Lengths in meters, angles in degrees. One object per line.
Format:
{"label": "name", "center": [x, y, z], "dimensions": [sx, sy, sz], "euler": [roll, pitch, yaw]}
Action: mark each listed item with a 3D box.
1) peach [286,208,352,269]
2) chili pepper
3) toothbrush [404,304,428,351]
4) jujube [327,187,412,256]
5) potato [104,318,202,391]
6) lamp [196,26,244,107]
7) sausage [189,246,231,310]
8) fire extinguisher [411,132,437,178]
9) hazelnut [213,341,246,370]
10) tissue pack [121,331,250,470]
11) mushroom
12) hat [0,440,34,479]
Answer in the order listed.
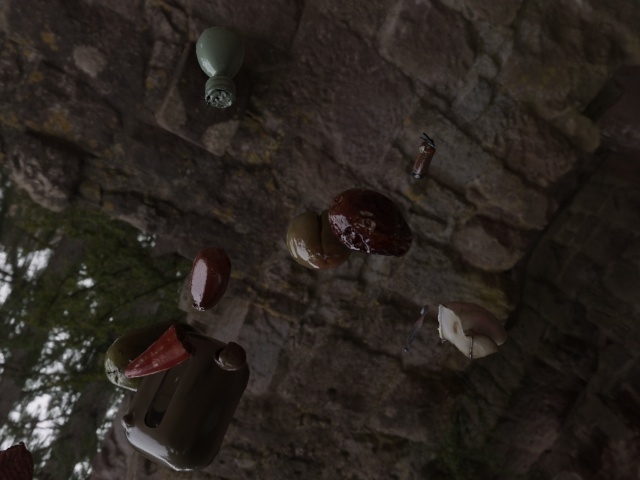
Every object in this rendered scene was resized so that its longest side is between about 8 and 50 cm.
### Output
{"label": "peach", "center": [0.001, 0.000, 2.232], "dimensions": [0.292, 0.247, 0.292], "euler": [5, -137, -5]}
{"label": "chili pepper", "center": [-0.386, 0.274, 1.263], "dimensions": [0.088, 0.169, 0.065], "euler": [59, -179, 9]}
{"label": "toothbrush", "center": [0.314, 0.283, 1.757], "dimensions": [0.021, 0.027, 0.269], "euler": [31, -146, 9]}
{"label": "jujube", "center": [0.151, -0.046, 1.631], "dimensions": [0.290, 0.197, 0.197], "euler": [27, -170, -34]}
{"label": "potato", "center": [-0.554, 0.397, 1.860], "dimensions": [0.359, 0.219, 0.269], "euler": [17, -129, -37]}
{"label": "lamp", "center": [-0.215, -0.377, 1.170], "dimensions": [0.106, 0.106, 0.193], "euler": [20, -127, -42]}
{"label": "sausage", "center": [-0.405, 0.133, 1.975], "dimensions": [0.148, 0.254, 0.148], "euler": [15, -153, -8]}
{"label": "fire extinguisher", "center": [0.309, -0.253, 1.614], "dimensions": [0.062, 0.050, 0.177], "euler": [38, 157, 16]}
{"label": "hazelnut", "center": [-0.242, 0.314, 1.450], "dimensions": [0.086, 0.086, 0.086], "euler": [28, -169, -6]}
{"label": "tissue pack", "center": [-0.403, 0.475, 1.625], "dimensions": [0.267, 0.387, 0.277], "euler": [14, 158, 25]}
{"label": "mushroom", "center": [0.482, 0.251, 1.688], "dimensions": [0.236, 0.173, 0.162], "euler": [-148, 38, -77]}
{"label": "hat", "center": [-0.947, 0.716, 1.569], "dimensions": [0.237, 0.286, 0.107], "euler": [-23, -138, -26]}
